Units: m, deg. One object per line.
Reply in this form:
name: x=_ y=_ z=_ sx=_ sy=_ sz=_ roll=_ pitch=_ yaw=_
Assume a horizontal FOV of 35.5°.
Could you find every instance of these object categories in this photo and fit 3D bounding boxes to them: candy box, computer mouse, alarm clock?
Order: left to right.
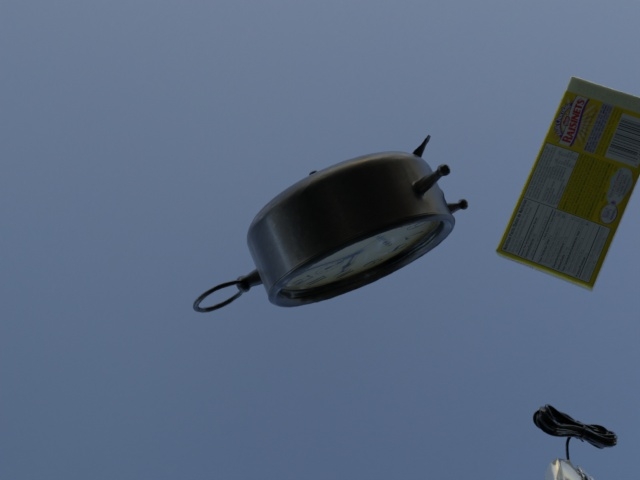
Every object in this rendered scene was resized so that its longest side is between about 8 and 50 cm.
alarm clock: x=0.000 y=0.000 z=0.651 sx=0.192 sy=0.129 sz=0.064 roll=-29 pitch=-105 yaw=7
computer mouse: x=0.262 y=0.255 z=1.006 sx=0.106 sy=0.042 sz=0.193 roll=29 pitch=-135 yaw=-22
candy box: x=0.268 y=-0.060 z=1.028 sx=0.105 sy=0.027 sz=0.206 roll=22 pitch=-97 yaw=22
